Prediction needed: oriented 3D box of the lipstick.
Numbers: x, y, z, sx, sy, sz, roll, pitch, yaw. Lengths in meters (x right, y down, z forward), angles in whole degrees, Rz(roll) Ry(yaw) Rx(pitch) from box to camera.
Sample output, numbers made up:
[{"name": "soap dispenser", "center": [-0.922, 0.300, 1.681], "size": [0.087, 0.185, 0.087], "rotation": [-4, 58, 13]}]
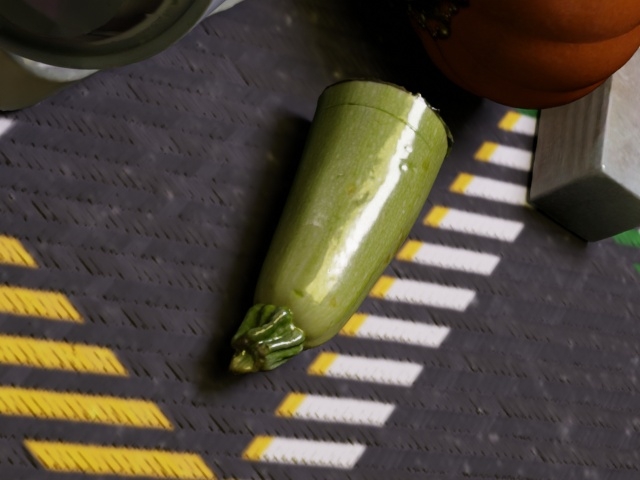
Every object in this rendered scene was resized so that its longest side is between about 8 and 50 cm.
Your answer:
[{"name": "lipstick", "center": [0.232, -0.178, 1.483], "size": [0.076, 0.079, 0.371], "rotation": [32, 54, -30]}]

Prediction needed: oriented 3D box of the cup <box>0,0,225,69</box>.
[{"name": "cup", "center": [-0.070, -0.272, 1.015], "size": [0.253, 0.253, 0.371], "rotation": [55, 42, -10]}]

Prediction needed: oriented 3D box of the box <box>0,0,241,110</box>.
[{"name": "box", "center": [-0.156, -0.297, 1.178], "size": [0.373, 0.090, 0.367], "rotation": [-35, 96, -45]}]

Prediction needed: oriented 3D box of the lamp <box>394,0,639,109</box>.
[{"name": "lamp", "center": [0.140, -0.200, 1.315], "size": [0.196, 0.223, 0.223], "rotation": [-6, 75, -19]}]

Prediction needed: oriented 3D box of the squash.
[{"name": "squash", "center": [0.000, 0.000, 1.202], "size": [0.094, 0.094, 0.224], "rotation": [43, 55, -20]}]
